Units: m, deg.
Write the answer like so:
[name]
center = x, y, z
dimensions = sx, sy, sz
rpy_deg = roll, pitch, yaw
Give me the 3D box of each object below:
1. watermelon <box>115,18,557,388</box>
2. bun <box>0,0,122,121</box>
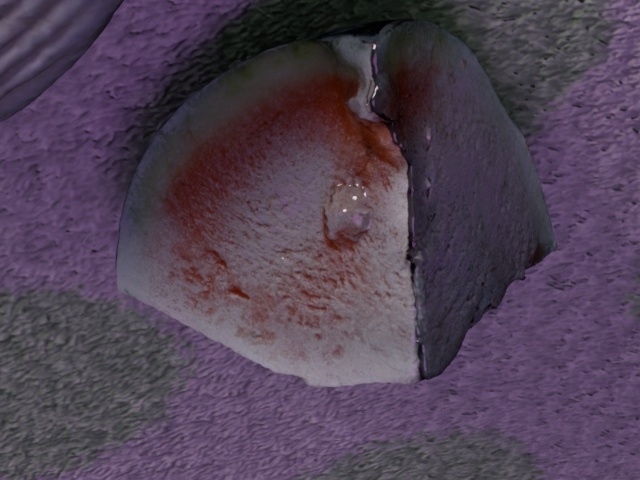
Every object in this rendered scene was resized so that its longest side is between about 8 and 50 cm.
[watermelon]
center = 0.000, 0.000, 1.257
dimensions = 0.289, 0.214, 0.320
rpy_deg = -17, 152, 7
[bun]
center = -0.257, -0.183, 0.950
dimensions = 0.354, 0.194, 0.354
rpy_deg = -9, 147, -6
